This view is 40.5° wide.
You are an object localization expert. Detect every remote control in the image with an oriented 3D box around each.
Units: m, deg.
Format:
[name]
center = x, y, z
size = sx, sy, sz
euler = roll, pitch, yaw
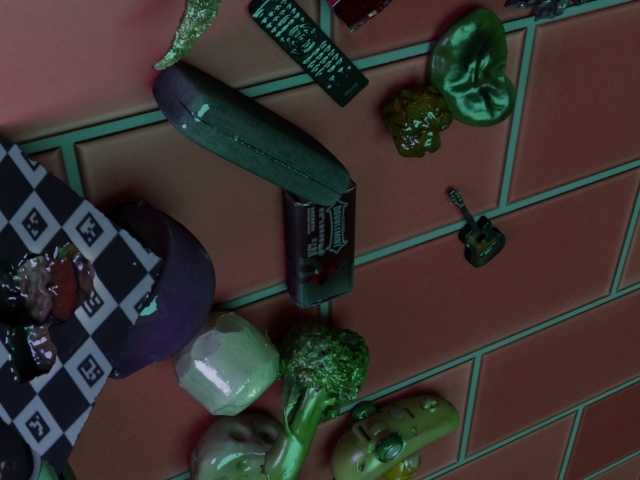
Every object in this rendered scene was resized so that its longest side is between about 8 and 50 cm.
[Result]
[remote control]
center = -0.013, -0.281, 1.272
size = 0.063, 0.025, 0.245
euler = -45, 137, 6

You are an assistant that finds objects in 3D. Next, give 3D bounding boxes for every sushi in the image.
[sushi]
center = -0.367, 0.074, 1.149
size = 0.339, 0.320, 0.068
euler = -61, 161, 18

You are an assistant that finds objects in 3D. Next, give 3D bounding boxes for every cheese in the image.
[cheese]
center = -0.155, 0.432, 1.674
size = 0.218, 0.117, 0.235
euler = -47, 135, 9

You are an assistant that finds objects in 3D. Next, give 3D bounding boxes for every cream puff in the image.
[cream puff]
center = 0.157, -0.190, 1.403
size = 0.116, 0.094, 0.122
euler = 5, 138, -23

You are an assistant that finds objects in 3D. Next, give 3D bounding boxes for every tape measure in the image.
[tape measure]
center = -0.277, 0.068, 1.225
size = 0.245, 0.231, 0.149
euler = -45, 137, -1

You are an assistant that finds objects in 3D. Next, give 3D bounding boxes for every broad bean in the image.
[broad bean]
center = 0.249, -0.280, 1.431
size = 0.153, 0.072, 0.207
euler = -35, 126, -8

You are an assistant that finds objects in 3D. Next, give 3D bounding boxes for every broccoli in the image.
[broccoli]
center = -0.037, 0.278, 1.599
size = 0.302, 0.186, 0.254
euler = -57, 172, 14

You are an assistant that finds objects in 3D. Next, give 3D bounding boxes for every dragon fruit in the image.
[dragon fruit]
center = 0.038, -0.363, 1.206
size = 0.102, 0.096, 0.147
euler = -41, 168, 14

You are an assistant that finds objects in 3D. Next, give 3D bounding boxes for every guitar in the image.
[guitar]
center = 0.292, -0.030, 1.680
size = 0.088, 0.025, 0.233
euler = -41, 135, 0

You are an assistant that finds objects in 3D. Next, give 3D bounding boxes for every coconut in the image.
[coconut]
center = -0.164, 0.194, 1.454
size = 0.171, 0.183, 0.171
euler = -41, 178, -2

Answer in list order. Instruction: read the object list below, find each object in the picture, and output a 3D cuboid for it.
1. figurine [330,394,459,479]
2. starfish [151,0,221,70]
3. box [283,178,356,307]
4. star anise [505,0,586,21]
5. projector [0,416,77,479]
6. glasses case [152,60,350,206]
[figurine]
center = 0.168, 0.448, 1.907
size = 0.324, 0.124, 0.222
euler = -17, 132, -28
[starfish]
center = -0.158, -0.405, 1.035
size = 0.301, 0.084, 0.293
euler = -39, 132, -7
[box]
center = 0.000, 0.000, 1.474
size = 0.120, 0.069, 0.224
euler = -17, 130, -23
[star anise]
center = 0.378, -0.429, 1.370
size = 0.231, 0.089, 0.209
euler = -24, 143, -14
[projector]
center = -0.509, 0.396, 1.307
size = 0.248, 0.248, 0.249
euler = -26, 135, -14
[glasses case]
center = -0.091, -0.148, 1.246
size = 0.323, 0.131, 0.074
euler = 25, 110, -44
